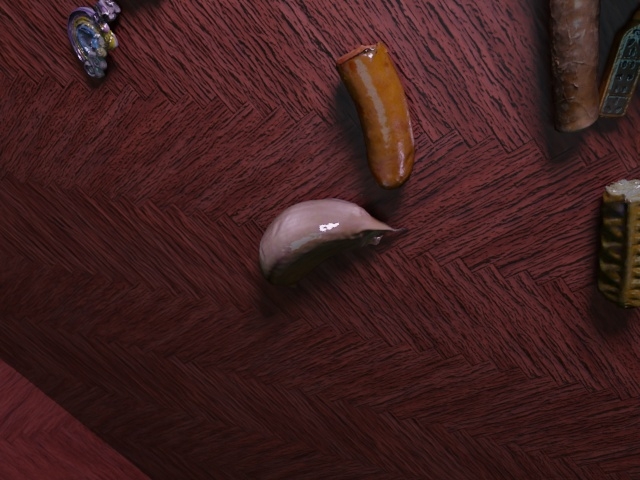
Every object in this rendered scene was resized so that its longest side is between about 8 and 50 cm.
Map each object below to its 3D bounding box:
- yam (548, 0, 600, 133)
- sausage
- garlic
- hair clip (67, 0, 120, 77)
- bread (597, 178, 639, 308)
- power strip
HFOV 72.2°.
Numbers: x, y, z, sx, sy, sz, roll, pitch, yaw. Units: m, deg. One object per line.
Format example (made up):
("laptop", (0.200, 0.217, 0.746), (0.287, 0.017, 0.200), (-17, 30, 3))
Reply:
("yam", (0.387, -0.329, 0.661), (0.081, 0.081, 0.357), (-8, 127, 21))
("sausage", (0.115, -0.224, 0.821), (0.108, 0.109, 0.271), (-9, 117, 22))
("garlic", (0.001, -0.012, 0.985), (0.338, 0.151, 0.196), (-29, 136, 22))
("hair clip", (-0.469, -0.426, 0.909), (0.172, 0.049, 0.116), (-29, 95, 38))
("bread", (0.585, 0.016, 0.831), (0.098, 0.087, 0.270), (-7, 119, 17))
("power strip", (0.493, -0.284, 0.710), (0.049, 0.028, 0.178), (8, 122, 13))
